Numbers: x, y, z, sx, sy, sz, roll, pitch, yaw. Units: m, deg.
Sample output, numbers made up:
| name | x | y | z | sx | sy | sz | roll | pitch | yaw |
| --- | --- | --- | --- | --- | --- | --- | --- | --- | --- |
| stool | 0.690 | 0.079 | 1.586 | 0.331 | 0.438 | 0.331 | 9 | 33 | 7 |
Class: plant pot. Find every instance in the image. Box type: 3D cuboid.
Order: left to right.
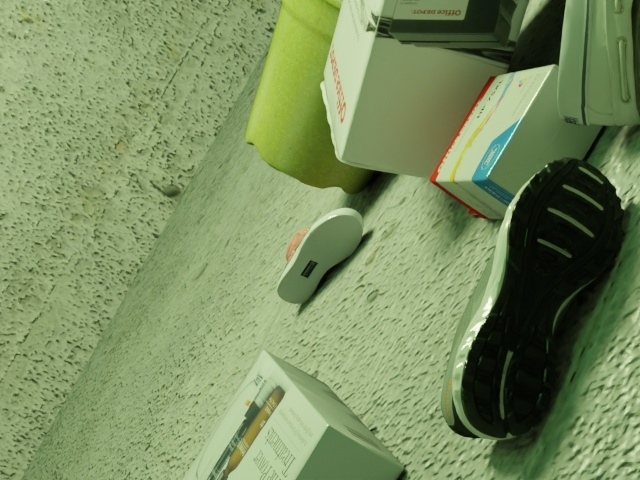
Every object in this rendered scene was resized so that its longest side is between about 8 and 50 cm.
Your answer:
| name | x | y | z | sx | sy | sz | roll | pitch | yaw |
| --- | --- | --- | --- | --- | --- | --- | --- | --- | --- |
| plant pot | 0.027 | -0.211 | 2.298 | 0.276 | 0.276 | 0.254 | -92 | 26 | -68 |

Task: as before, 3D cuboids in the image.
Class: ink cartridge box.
| name | x | y | z | sx | sy | sz | roll | pitch | yaw |
| --- | --- | --- | --- | --- | --- | --- | --- | --- | --- |
| ink cartridge box | 0.131 | -0.299 | 1.957 | 0.285 | 0.166 | 0.395 | -97 | 20 | -64 |
| ink cartridge box | 0.191 | -0.096 | 1.763 | 0.134 | 0.078 | 0.231 | -59 | 13 | -7 |

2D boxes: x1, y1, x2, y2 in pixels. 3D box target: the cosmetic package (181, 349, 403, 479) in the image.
| name | x | y | z | sx | sy | sz | roll | pitch | yaw |
| --- | --- | --- | --- | --- | --- | --- | --- | --- | --- |
| cosmetic package | -0.067 | 0.285 | 1.788 | 0.284 | 0.097 | 0.377 | -60 | 13 | 0 |

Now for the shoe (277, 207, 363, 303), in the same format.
| name | x | y | z | sx | sy | sz | roll | pitch | yaw |
| --- | --- | --- | --- | --- | --- | --- | --- | --- | --- |
| shoe | 0.000 | 0.000 | 2.256 | 0.178 | 0.063 | 0.081 | -52 | 19 | 38 |

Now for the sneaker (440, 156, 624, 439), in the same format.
| name | x | y | z | sx | sy | sz | roll | pitch | yaw |
| --- | --- | --- | --- | --- | --- | --- | --- | --- | --- |
| sneaker | 0.169 | 0.046 | 1.482 | 0.271 | 0.100 | 0.108 | -62 | 9 | -20 |

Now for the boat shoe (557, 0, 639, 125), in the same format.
| name | x | y | z | sx | sy | sz | roll | pitch | yaw |
| --- | --- | --- | --- | --- | --- | --- | --- | --- | --- |
| boat shoe | 0.272 | -0.235 | 1.577 | 0.096 | 0.088 | 0.267 | -2 | -80 | -70 |
